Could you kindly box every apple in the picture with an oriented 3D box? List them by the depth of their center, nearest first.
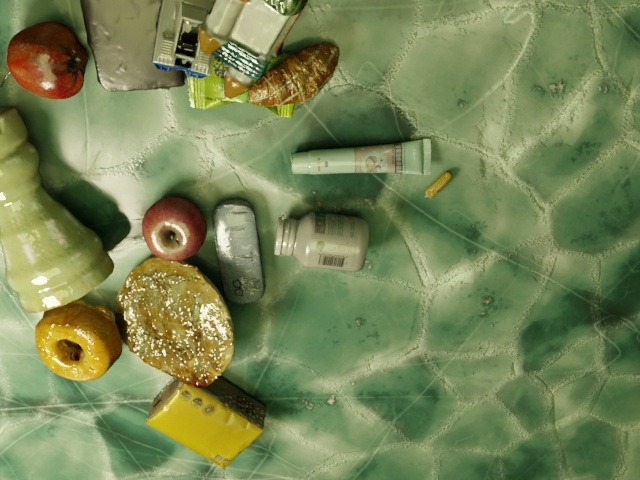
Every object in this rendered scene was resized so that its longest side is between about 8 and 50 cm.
[{"bbox_3d":[-0.346,-0.031,1.820,0.153,0.120,0.153,1,110,1],"label":"apple"}]

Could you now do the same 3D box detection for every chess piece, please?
[{"bbox_3d":[-0.677,-0.071,1.742,0.234,0.234,0.442,-20,113,8],"label":"chess piece"}]

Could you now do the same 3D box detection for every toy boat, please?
[{"bbox_3d":[-0.264,-0.494,1.587,0.129,0.088,0.295,10,95,-18],"label":"toy boat"}]

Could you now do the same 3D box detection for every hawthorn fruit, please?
[{"bbox_3d":[-0.605,-0.383,1.633,0.203,0.162,0.162,6,118,15],"label":"hawthorn fruit"}]

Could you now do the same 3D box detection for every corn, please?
[{"bbox_3d":[0.283,-0.131,1.843,0.083,0.027,0.028,-44,127,16],"label":"corn"}]

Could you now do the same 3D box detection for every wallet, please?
[{"bbox_3d":[-0.408,-0.494,1.624,0.197,0.051,0.377,-5,117,-3],"label":"wallet"}]

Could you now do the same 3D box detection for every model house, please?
[{"bbox_3d":[-0.157,-0.434,1.541,0.190,0.271,0.301,27,114,-9],"label":"model house"}]

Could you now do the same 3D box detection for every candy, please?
[{"bbox_3d":[-0.173,-0.348,1.695,0.246,0.069,0.149,3,114,-5],"label":"candy"}]

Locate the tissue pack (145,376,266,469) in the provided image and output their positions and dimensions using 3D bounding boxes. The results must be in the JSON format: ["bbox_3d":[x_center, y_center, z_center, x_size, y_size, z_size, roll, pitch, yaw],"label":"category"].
[{"bbox_3d":[-0.306,0.473,2.065,0.271,0.134,0.192,36,109,-18],"label":"tissue pack"}]

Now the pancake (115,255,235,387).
[{"bbox_3d":[-0.356,0.200,1.896,0.356,0.065,0.356,11,113,27],"label":"pancake"}]

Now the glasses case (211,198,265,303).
[{"bbox_3d":[-0.200,0.031,1.885,0.109,0.067,0.282,-6,118,-2],"label":"glasses case"}]

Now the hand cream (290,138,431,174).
[{"bbox_3d":[0.095,-0.189,1.797,0.331,0.058,0.085,-3,97,-5],"label":"hand cream"}]

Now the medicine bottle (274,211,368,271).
[{"bbox_3d":[0.000,0.000,1.838,0.215,0.135,0.135,7,116,-5],"label":"medicine bottle"}]

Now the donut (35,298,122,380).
[{"bbox_3d":[-0.612,0.251,1.937,0.227,0.114,0.226,7,123,12],"label":"donut"}]

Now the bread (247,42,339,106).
[{"bbox_3d":[-0.048,-0.349,1.663,0.233,0.076,0.105,-30,129,-6],"label":"bread"}]
